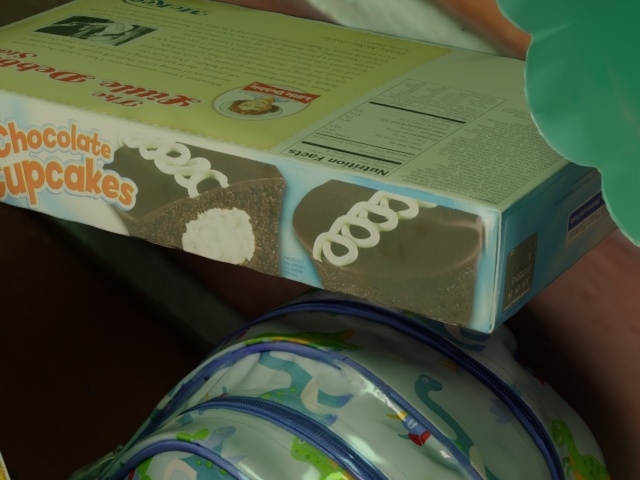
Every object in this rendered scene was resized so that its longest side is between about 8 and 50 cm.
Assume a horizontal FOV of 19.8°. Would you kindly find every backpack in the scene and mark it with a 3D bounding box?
[{"bbox_3d":[-0.008,0.185,0.934,0.290,0.273,0.355,48,114,15],"label":"backpack"}]

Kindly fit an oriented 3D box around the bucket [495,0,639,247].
[{"bbox_3d":[0.222,-0.124,0.684,0.281,0.183,0.281,13,116,28],"label":"bucket"}]

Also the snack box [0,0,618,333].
[{"bbox_3d":[-0.022,-0.051,0.863,0.322,0.187,0.060,15,116,27],"label":"snack box"}]

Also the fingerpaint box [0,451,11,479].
[{"bbox_3d":[-0.295,0.056,0.935,0.444,0.163,0.371,68,158,9],"label":"fingerpaint box"}]
